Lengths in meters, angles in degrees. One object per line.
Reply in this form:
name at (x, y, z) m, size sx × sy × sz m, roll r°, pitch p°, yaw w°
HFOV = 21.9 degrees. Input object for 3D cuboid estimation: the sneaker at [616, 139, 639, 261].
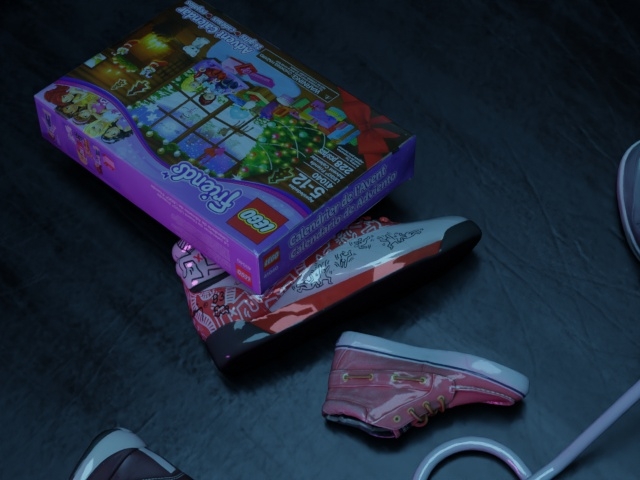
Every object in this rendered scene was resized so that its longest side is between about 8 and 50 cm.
sneaker at (0.338, 0.016, 1.419) m, size 0.124 × 0.178 × 0.295 m, roll -19°, pitch 69°, yaw -3°

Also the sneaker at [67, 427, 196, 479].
sneaker at (-0.177, 0.308, 1.389) m, size 0.162 × 0.106 × 0.281 m, roll 26°, pitch 73°, yaw 10°

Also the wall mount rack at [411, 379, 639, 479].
wall mount rack at (0.238, 0.269, 1.357) m, size 0.304 × 0.130 × 0.350 m, roll -34°, pitch 72°, yaw -9°

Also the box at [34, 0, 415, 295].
box at (-0.087, -0.096, 1.497) m, size 0.293 × 0.057 × 0.201 m, roll 34°, pitch 57°, yaw 28°

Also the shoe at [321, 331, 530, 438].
shoe at (0.091, 0.139, 1.456) m, size 0.178 × 0.063 × 0.081 m, roll 11°, pitch 72°, yaw 14°

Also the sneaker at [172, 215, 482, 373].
sneaker at (-0.001, 0.000, 1.498) m, size 0.270 × 0.090 × 0.145 m, roll -26°, pitch 72°, yaw -3°
